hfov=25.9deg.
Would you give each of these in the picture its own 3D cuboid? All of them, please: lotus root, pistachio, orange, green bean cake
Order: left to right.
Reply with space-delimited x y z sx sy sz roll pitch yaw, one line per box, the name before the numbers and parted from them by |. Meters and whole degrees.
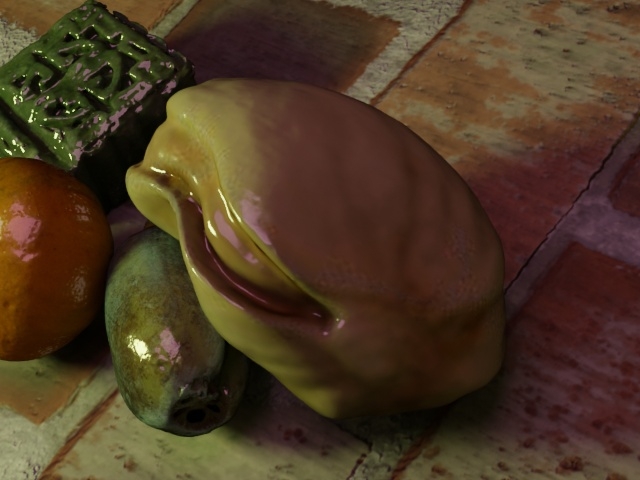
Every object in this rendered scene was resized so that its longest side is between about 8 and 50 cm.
orange | -0.331 0.018 1.578 0.171 0.240 0.240 2 37 -36
green bean cake | -0.300 -0.163 1.768 0.255 0.132 0.241 -39 55 -15
lotus root | -0.169 0.076 1.514 0.140 0.158 0.322 -30 41 7
pistachio | 0.000 0.000 1.416 0.445 0.365 0.281 39 112 20
